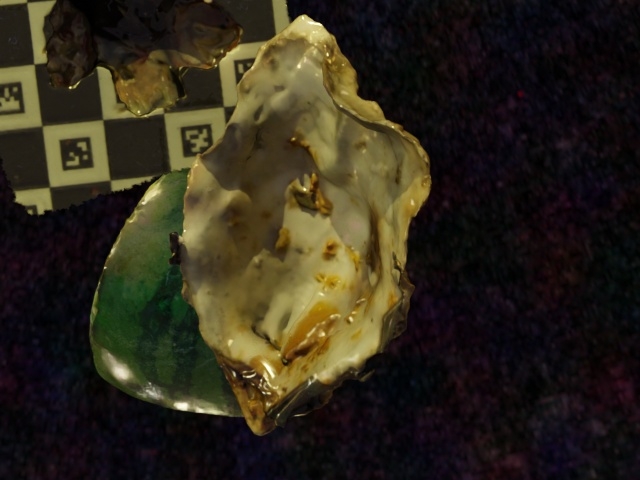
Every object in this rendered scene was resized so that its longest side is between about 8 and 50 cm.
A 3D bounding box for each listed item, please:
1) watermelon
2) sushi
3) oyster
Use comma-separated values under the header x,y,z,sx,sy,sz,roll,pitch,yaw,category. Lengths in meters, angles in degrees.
x,y,z,sx,sy,sz,roll,pitch,yaw,category
-0.073,0.041,1.008,0.146,0.128,0.231,34,123,23,watermelon
-0.125,-0.133,0.884,0.210,0.040,0.193,-16,95,-5,sushi
-0.005,0.004,0.482,0.051,0.103,0.148,-9,134,-53,oyster
